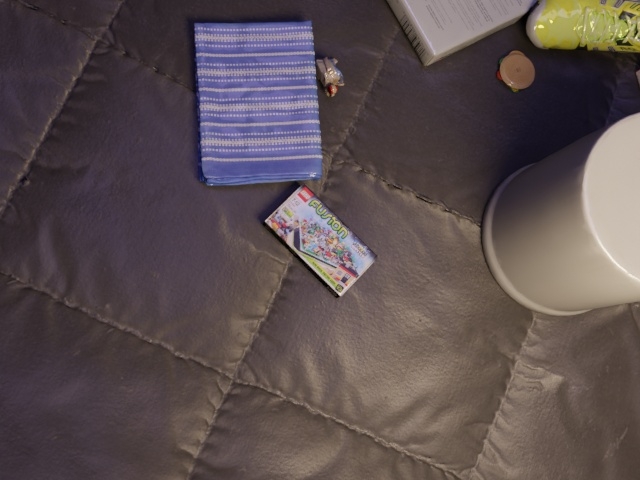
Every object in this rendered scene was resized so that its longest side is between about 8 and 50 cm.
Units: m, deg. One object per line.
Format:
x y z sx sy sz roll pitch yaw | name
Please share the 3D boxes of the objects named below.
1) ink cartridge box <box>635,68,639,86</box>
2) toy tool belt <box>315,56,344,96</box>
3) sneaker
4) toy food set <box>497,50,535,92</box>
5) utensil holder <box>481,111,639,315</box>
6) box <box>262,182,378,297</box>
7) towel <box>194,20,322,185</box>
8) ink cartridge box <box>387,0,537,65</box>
0.812 -0.376 1.624 0.198 0.115 0.067 -12 83 -13 | ink cartridge box
0.026 -0.333 1.502 0.051 0.052 0.083 -19 65 -19 | toy tool belt
0.624 -0.466 1.567 0.385 0.147 0.145 -6 115 -9 | sneaker
0.420 -0.363 1.597 0.082 0.020 0.083 -38 89 -14 | toy food set
0.524 -0.033 1.375 0.327 0.385 0.327 2 81 -10 | utensil holder
0.000 0.000 1.451 0.207 0.036 0.114 44 76 -1 | box
-0.124 -0.274 1.463 0.243 0.040 0.336 -3 81 -7 | towel
0.282 -0.580 1.585 0.330 0.071 0.324 -28 87 -17 | ink cartridge box
